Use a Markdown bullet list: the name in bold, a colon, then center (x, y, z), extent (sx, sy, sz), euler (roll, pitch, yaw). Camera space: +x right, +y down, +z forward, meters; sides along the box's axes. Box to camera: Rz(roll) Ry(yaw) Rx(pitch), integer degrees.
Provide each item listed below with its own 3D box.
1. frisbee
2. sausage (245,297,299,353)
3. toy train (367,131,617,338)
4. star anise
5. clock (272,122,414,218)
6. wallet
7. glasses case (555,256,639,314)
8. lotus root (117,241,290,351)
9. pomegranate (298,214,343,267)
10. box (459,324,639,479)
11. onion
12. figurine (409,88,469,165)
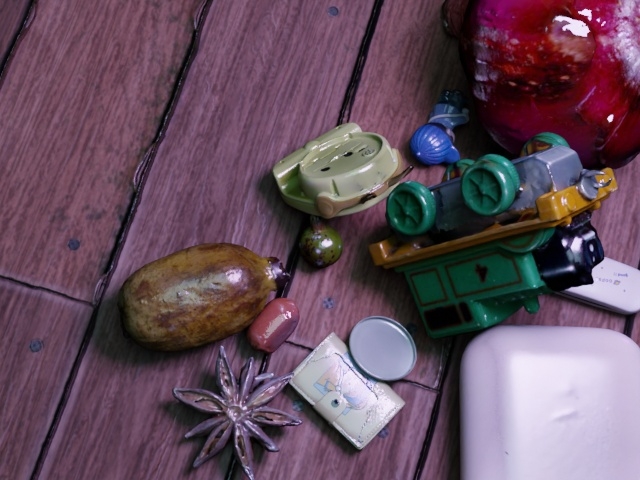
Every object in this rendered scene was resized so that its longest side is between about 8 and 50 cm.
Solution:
- **frisbee**: center (0.094, 0.164, 1.893), extent (0.110, 0.014, 0.110), euler (11, 56, -17)
- **sausage**: center (-0.069, 0.128, 1.878), extent (0.094, 0.059, 0.054), euler (-47, 43, -16)
- **toy train**: center (0.251, 0.000, 1.808), extent (0.178, 0.429, 0.249), euler (-22, 94, -45)
- **star anise**: center (-0.128, 0.257, 1.832), extent (0.195, 0.065, 0.182), euler (24, 76, -3)
- **clock**: center (0.047, -0.101, 1.884), extent (0.170, 0.232, 0.069), euler (-32, 120, -22)
- **wallet**: center (0.037, 0.226, 1.870), extent (0.155, 0.039, 0.110), euler (43, 72, 9)
- **glasses case**: center (0.418, 0.058, 1.961), extent (0.197, 0.049, 0.076), euler (19, 72, 0)
- **lotus root**: center (-0.172, 0.080, 1.847), extent (0.260, 0.128, 0.145), euler (-17, 84, -4)
- **pomegranate**: center (0.000, 0.003, 1.913), extent (0.073, 0.084, 0.073), euler (-1, 56, 2)
- **box**: center (0.346, 0.296, 1.831), extent (0.288, 0.141, 0.349), euler (3, 71, -7)
- **onion**: center (0.333, -0.313, 1.947), extent (0.420, 0.398, 0.398), euler (18, 67, 38)
- **figurine**: center (0.192, -0.183, 2.001), extent (0.077, 0.079, 0.136), euler (4, 72, 39)
